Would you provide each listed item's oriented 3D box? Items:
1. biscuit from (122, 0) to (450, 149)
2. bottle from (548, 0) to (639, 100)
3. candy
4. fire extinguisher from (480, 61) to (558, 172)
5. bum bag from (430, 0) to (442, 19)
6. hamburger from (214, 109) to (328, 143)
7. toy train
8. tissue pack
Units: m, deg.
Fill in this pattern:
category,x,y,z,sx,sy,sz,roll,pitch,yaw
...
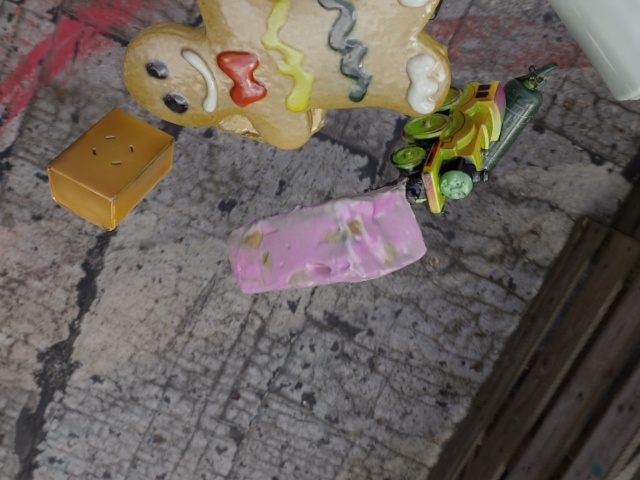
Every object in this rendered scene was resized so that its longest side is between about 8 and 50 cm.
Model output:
category,x,y,z,sx,sy,sz,roll,pitch,yaw
biscuit,-0.029,-0.125,0.434,0.240,0.035,0.158,-8,137,17
bottle,0.377,-0.256,0.769,0.104,0.104,0.245,-37,94,9
candy,0.000,0.000,0.879,0.265,0.155,0.116,-11,97,48
fire extinguisher,0.432,-0.279,1.453,0.095,0.114,0.311,53,134,26
bum bag,0.014,-0.296,0.580,0.310,0.074,0.137,3,92,-23
hamburger,-0.054,-0.172,0.655,0.147,0.083,0.138,8,99,-8
toy train,0.223,-0.166,1.063,0.160,0.296,0.100,2,133,27
tissue pack,-0.536,-0.186,1.625,0.194,0.274,0.145,27,141,8
